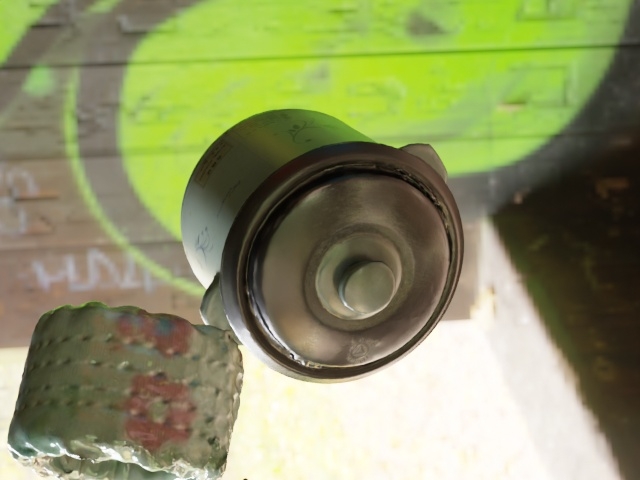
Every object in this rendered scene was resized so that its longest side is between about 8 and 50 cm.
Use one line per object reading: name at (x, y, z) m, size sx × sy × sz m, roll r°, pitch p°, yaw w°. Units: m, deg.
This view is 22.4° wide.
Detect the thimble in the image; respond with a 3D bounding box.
thimble at (-0.168, 0.149, 1.473) m, size 0.185 × 0.211 × 0.149 m, roll 50°, pitch -135°, yaw -59°

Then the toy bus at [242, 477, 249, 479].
toy bus at (-0.104, 0.465, 2.057) m, size 0.127 × 0.147 × 0.302 m, roll 125°, pitch 133°, yaw -65°

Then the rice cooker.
rice cooker at (0.000, 0.000, 1.714) m, size 0.264 × 0.317 × 0.316 m, roll 62°, pitch -176°, yaw -27°
